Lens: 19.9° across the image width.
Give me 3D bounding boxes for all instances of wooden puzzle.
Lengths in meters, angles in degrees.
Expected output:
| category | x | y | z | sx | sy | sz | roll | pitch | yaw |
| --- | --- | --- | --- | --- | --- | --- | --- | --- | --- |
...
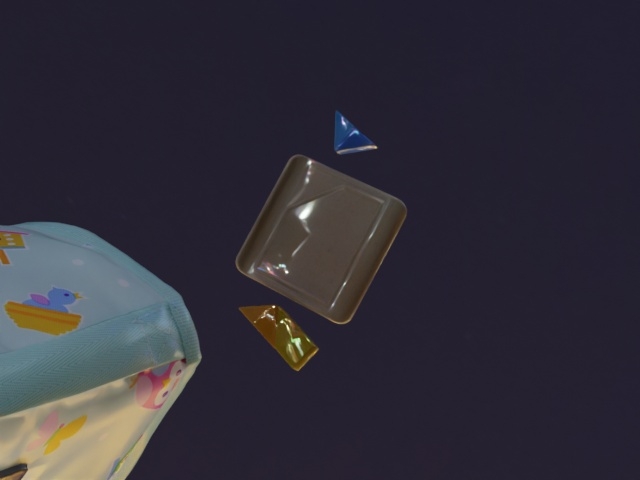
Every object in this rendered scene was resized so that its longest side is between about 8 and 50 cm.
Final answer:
| category | x | y | z | sx | sy | sz | roll | pitch | yaw |
| --- | --- | --- | --- | --- | --- | --- | --- | --- | --- |
| wooden puzzle | 0.000 | 0.000 | 0.897 | 0.116 | 0.078 | 0.014 | -56 | -33 | 2 |

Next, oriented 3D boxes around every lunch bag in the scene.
| category | x | y | z | sx | sy | sz | roll | pitch | yaw |
| --- | --- | --- | --- | --- | --- | --- | --- | --- | --- |
| lunch bag | -0.205 | 0.079 | 0.748 | 0.223 | 0.262 | 0.160 | -14 | -87 | -51 |
